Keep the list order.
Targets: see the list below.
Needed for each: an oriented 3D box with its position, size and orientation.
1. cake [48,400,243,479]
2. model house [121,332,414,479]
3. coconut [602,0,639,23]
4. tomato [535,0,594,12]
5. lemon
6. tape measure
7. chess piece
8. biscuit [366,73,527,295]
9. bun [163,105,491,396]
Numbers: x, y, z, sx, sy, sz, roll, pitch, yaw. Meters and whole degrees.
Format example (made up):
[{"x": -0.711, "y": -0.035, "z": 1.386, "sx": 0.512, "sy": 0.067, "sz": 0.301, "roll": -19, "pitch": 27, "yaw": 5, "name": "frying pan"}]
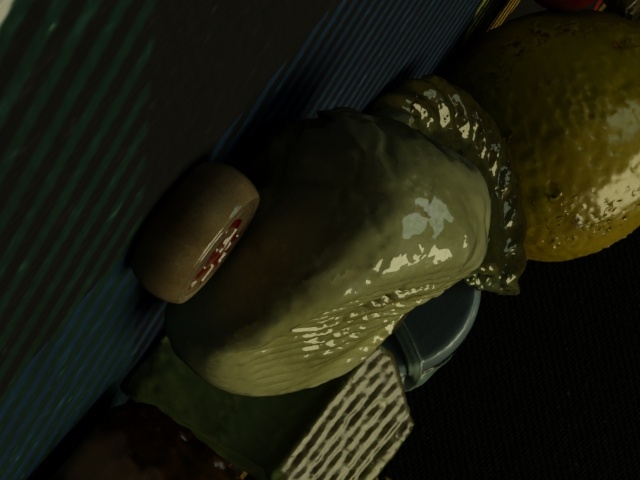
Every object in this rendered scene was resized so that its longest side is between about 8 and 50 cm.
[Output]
[{"x": -0.164, "y": 0.281, "z": 1.095, "sx": 0.293, "sy": 0.198, "sz": 0.196, "roll": -45, "pitch": 176, "yaw": -30, "name": "cake"}, {"x": -0.018, "y": 0.107, "z": 1.228, "sx": 0.195, "sy": 0.189, "sz": 0.214, "roll": -50, "pitch": 173, "yaw": -10, "name": "model house"}, {"x": 0.390, "y": -0.334, "z": 1.662, "sx": 0.227, "sy": 0.227, "sz": 0.230, "roll": -49, "pitch": 174, "yaw": -37, "name": "coconut"}, {"x": 0.245, "y": -0.268, "z": 1.599, "sx": 0.087, "sy": 0.087, "sz": 0.075, "roll": -52, "pitch": 179, "yaw": -15, "name": "tomato"}, {"x": 0.254, "y": -0.115, "z": 1.661, "sx": 0.310, "sy": 0.258, "sz": 0.258, "roll": -23, "pitch": 162, "yaw": -22, "name": "lemon"}, {"x": 0.059, "y": 0.043, "z": 1.492, "sx": 0.181, "sy": 0.182, "sz": 0.107, "roll": -55, "pitch": 170, "yaw": -5, "name": "tape measure"}, {"x": -0.069, "y": -0.005, "z": 0.884, "sx": 0.084, "sy": 0.038, "sz": 0.083, "roll": -52, "pitch": 176, "yaw": -5, "name": "chess piece"}, {"x": 0.103, "y": -0.049, "z": 1.378, "sx": 0.273, "sy": 0.036, "sz": 0.187, "roll": 5, "pitch": 84, "yaw": -51, "name": "biscuit"}, {"x": 0.000, "y": 0.000, "z": 1.017, "sx": 0.229, "sy": 0.145, "sz": 0.229, "roll": -21, "pitch": 164, "yaw": -6, "name": "bun"}]
